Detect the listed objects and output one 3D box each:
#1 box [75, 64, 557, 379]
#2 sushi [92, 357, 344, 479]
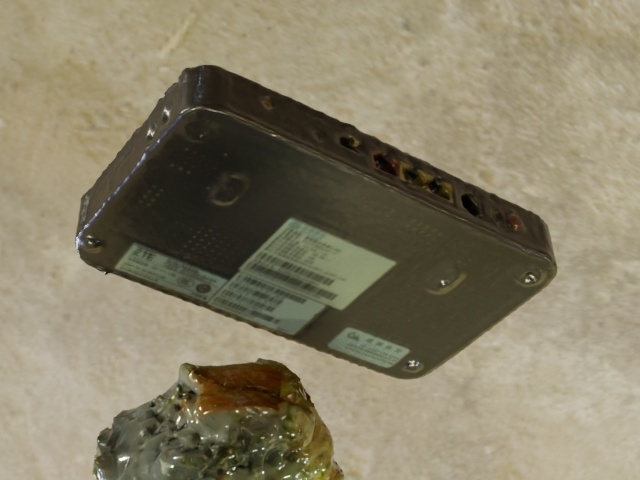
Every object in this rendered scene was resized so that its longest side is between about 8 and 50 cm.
[{"bbox_3d":[0.000,0.000,0.992,0.211,0.350,0.058,-43,35,41],"label":"box"},{"bbox_3d":[-0.074,0.219,0.991,0.184,0.139,0.274,-16,120,-12],"label":"sushi"}]
